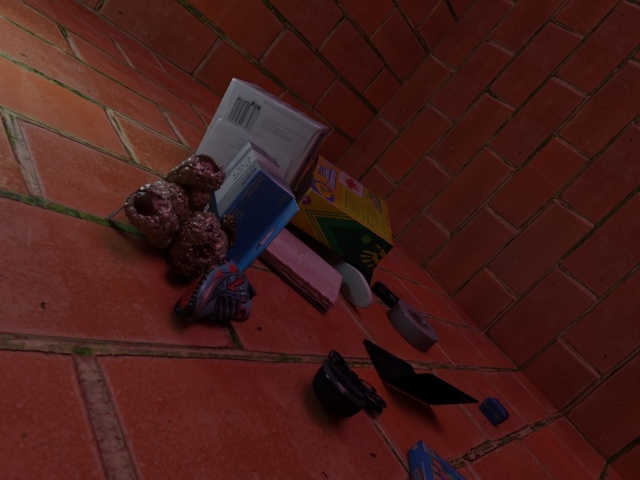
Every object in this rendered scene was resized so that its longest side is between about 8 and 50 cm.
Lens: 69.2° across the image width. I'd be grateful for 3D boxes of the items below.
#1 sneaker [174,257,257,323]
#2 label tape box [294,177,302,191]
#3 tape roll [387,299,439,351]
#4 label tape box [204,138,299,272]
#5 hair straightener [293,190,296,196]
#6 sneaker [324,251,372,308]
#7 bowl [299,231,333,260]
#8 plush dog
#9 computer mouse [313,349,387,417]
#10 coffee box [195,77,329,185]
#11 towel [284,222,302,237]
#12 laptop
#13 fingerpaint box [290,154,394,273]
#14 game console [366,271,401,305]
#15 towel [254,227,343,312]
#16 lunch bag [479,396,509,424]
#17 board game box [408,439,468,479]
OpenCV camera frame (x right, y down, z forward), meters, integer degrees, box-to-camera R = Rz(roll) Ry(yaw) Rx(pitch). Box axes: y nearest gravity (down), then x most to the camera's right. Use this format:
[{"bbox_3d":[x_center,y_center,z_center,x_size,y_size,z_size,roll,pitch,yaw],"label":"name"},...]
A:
[{"bbox_3d":[-0.190,0.114,0.934,0.125,0.104,0.262,44,13,-1],"label":"sneaker"},{"bbox_3d":[-0.012,-0.210,2.206,0.334,0.105,0.241,23,5,26],"label":"label tape box"},{"bbox_3d":[0.371,0.342,1.866,0.219,0.072,0.219,39,13,-11],"label":"tape roll"},{"bbox_3d":[-0.204,-0.091,1.214,0.115,0.249,0.347,35,15,-29],"label":"label tape box"},{"bbox_3d":[-0.040,-0.119,1.929,0.230,0.047,0.089,37,25,-16],"label":"hair straightener"},{"bbox_3d":[0.139,0.153,1.725,0.147,0.104,0.295,23,18,-40],"label":"sneaker"},{"bbox_3d":[0.000,0.000,1.877,0.170,0.080,0.170,40,13,-12],"label":"bowl"},{"bbox_3d":[-0.297,-0.026,1.004,0.225,0.211,0.262,53,39,-13],"label":"plush dog"},{"bbox_3d":[0.048,0.331,1.017,0.188,0.072,0.272,44,1,18],"label":"computer mouse"},{"bbox_3d":[-0.205,-0.347,1.695,0.338,0.338,0.334,30,15,-2],"label":"coffee box"},{"bbox_3d":[-0.179,-0.121,1.823,0.187,0.049,0.282,34,14,-32],"label":"towel"},{"bbox_3d":[0.287,0.380,1.367,0.234,0.136,0.264,35,15,-29],"label":"laptop"},{"bbox_3d":[0.083,-0.117,1.835,0.371,0.163,0.445,34,23,-12],"label":"fingerpaint box"},{"bbox_3d":[0.247,0.205,2.009,0.361,0.044,0.213,42,16,0],"label":"game console"},{"bbox_3d":[-0.073,0.071,1.509,0.332,0.053,0.317,41,14,-3],"label":"towel"},{"bbox_3d":[0.646,0.633,1.734,0.065,0.067,0.098,29,18,-46],"label":"lunch bag"},{"bbox_3d":[0.263,0.545,0.971,0.160,0.047,0.210,42,13,-3],"label":"board game box"}]
